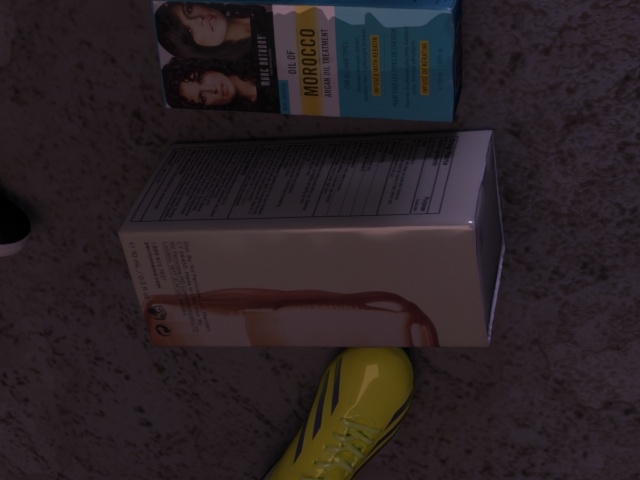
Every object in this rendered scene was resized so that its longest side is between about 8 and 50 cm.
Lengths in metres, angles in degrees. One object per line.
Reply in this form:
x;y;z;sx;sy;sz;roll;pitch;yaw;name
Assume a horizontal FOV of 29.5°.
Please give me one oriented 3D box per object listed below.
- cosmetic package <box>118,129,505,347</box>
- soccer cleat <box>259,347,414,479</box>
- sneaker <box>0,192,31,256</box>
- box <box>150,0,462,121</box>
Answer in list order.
0.000;0.000;1.037;0.296;0.153;0.129;-1;124;17;cosmetic package
0.009;0.215;1.190;0.093;0.121;0.289;28;125;-3;soccer cleat
-0.361;-0.075;1.127;0.217;0.079;0.121;26;127;-1;sneaker
-0.009;-0.158;0.990;0.244;0.060;0.100;4;123;12;box
